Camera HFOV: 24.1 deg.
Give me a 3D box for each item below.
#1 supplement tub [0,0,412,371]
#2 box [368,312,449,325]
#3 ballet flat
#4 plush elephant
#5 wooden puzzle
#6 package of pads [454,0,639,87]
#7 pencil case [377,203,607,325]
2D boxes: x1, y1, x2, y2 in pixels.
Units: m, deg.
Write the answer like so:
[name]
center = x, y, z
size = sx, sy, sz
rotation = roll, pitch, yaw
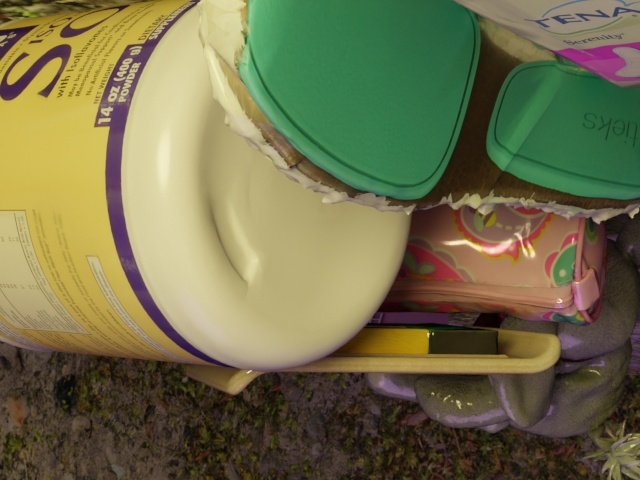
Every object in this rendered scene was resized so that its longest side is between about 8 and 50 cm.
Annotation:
[supplement tub]
center = -0.130, -0.039, 1.018
size = 0.331, 0.241, 0.241
rotation = 1, 169, 41
[box]
center = 0.045, 0.084, 1.856
size = 0.213, 0.117, 0.243
rotation = 2, -175, 1
[ballet flat]
center = 0.056, -0.084, 0.881
size = 0.147, 0.147, 0.409
rotation = 0, 171, 43
[plush elephant]
center = 0.225, 0.074, 1.495
size = 0.330, 0.272, 0.255
rotation = 39, 147, 34
[wooden puzzle]
center = 0.030, 0.079, 1.114
size = 0.238, 0.044, 0.221
rotation = -3, 180, -14
[package of pads]
center = 0.125, -0.146, 0.537
size = 0.229, 0.101, 0.296
rotation = -2, 166, 44
[pencil case]
center = 0.076, 0.008, 1.154
size = 0.284, 0.124, 0.124
rotation = 0, 169, 18
